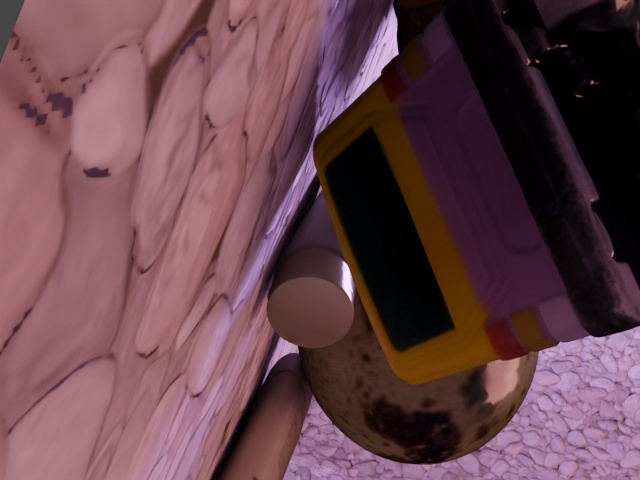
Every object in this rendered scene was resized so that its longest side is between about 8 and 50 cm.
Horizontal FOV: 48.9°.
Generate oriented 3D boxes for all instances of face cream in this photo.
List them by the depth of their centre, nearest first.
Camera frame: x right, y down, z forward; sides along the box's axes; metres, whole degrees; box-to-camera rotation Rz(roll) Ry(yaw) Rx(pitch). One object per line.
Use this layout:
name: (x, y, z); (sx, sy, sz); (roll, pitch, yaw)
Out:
face cream: (0.000, 0.000, 0.644); (0.224, 0.070, 0.114); (-82, -170, -60)
face cream: (-0.079, 0.290, 0.964); (0.348, 0.081, 0.173); (-63, 170, -66)

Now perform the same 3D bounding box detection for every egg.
egg: (0.135, 0.100, 1.014); (0.345, 0.345, 0.428); (97, -13, -79)

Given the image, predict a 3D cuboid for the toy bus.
toy bus: (0.238, -0.053, 0.548); (0.440, 0.209, 0.249); (-13, 166, -35)

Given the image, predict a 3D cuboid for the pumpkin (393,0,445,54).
pumpkin: (0.208, -0.258, 0.750); (0.139, 0.222, 0.317); (63, 34, -27)
